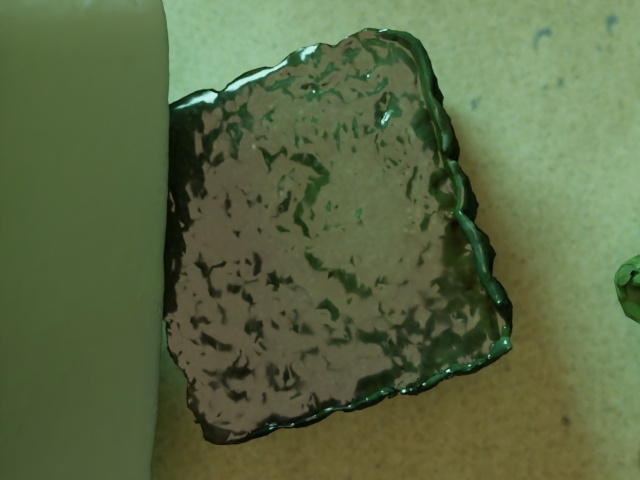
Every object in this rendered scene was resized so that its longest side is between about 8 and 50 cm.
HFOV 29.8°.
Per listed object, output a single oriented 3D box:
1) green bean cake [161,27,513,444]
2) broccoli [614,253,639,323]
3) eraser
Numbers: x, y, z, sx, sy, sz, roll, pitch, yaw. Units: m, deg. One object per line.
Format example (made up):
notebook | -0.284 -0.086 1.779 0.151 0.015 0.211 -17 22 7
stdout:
green bean cake | 0.000 0.000 0.630 0.173 0.094 0.181 -20 85 7
broccoli | 0.206 0.028 0.595 0.120 0.130 0.131 0 120 47
eraser | -0.197 0.041 0.583 0.331 0.150 0.331 5 100 30
